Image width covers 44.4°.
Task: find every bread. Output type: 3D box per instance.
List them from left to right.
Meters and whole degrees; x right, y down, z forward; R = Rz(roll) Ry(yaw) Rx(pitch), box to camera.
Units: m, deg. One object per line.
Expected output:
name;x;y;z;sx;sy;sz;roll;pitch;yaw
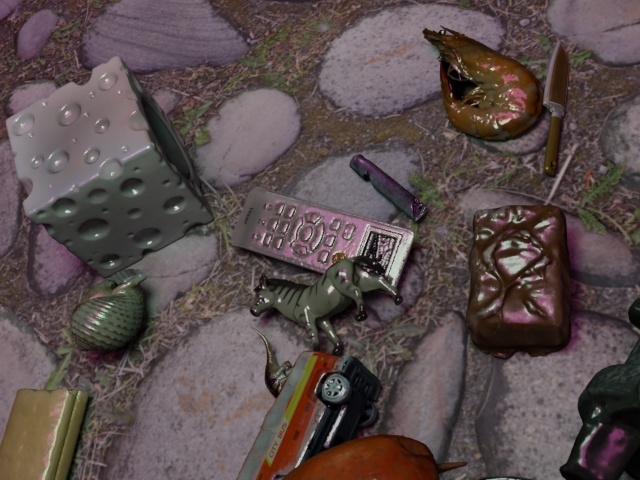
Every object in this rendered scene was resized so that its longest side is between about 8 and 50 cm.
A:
bread;-0.461;0.329;1.274;0.139;0.060;0.178;-4;61;18

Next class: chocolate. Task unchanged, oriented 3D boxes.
chocolate;0.284;0.055;1.131;0.148;0.093;0.214;-4;61;20

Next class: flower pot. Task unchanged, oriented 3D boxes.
flower pot;0.433;0.199;0.871;0.299;0.299;0.283;28;71;31

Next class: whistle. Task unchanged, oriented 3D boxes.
whistle;0.112;-0.090;1.314;0.033;0.033;0.176;-43;56;-6

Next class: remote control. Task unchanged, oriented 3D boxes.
remote control;0.000;0.000;1.296;0.313;0.055;0.109;17;79;24

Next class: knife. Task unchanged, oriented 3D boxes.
knife;0.383;-0.221;1.280;0.022;0.046;0.256;-28;43;56

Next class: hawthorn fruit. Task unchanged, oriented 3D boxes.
hawthorn fruit;0.063;0.330;0.944;0.262;0.210;0.210;-39;56;-12

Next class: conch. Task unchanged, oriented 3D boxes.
conch;-0.356;0.124;1.329;0.153;0.102;0.135;-36;35;-28

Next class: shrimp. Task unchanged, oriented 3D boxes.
shrimp;0.256;-0.272;1.352;0.152;0.063;0.287;-48;58;4

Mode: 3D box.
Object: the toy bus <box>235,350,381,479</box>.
toy bus;-0.022;0.287;1.105;0.120;0.121;0.265;14;68;36

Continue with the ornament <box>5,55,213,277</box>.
ornament;-0.370;-0.125;1.391;0.240;0.239;0.240;-29;56;4

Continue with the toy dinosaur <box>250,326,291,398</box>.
toy dinosaur;-0.060;0.209;1.206;0.058;0.037;0.180;-21;57;3

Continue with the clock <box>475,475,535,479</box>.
clock;0.232;0.430;0.959;0.280;0.055;0.280;-9;59;15

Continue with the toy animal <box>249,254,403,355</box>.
toy animal;0.002;0.086;1.218;0.217;0.073;0.176;-38;61;16
